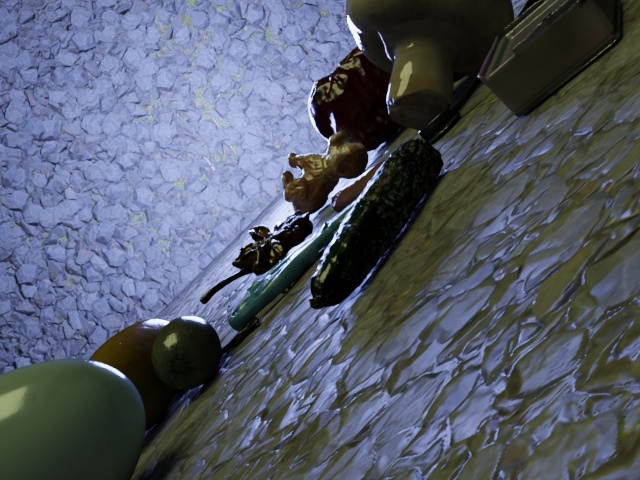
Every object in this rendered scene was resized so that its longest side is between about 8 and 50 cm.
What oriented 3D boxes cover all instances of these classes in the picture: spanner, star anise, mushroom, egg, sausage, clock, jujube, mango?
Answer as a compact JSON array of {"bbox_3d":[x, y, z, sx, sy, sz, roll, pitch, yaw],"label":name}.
[{"bbox_3d":[-0.159,0.174,1.248,0.208,0.012,0.046,-42,8,26],"label":"spanner"},{"bbox_3d":[-0.111,0.023,1.529,0.233,0.073,0.177,-27,19,8],"label":"star anise"},{"bbox_3d":[0.173,-0.324,1.430,0.292,0.292,0.290,152,133,-64],"label":"mushroom"},{"bbox_3d":[-0.355,0.274,0.930,0.371,0.230,0.230,-40,8,0],"label":"egg"},{"bbox_3d":[0.065,-0.082,1.339,0.043,0.043,0.186,-49,9,-32],"label":"sausage"},{"bbox_3d":[0.268,-0.236,0.982,0.147,0.071,0.192,-39,9,31],"label":"clock"},{"bbox_3d":[0.093,-0.291,1.753,0.232,0.213,0.213,-42,6,-22],"label":"jujube"},{"bbox_3d":[-0.267,0.198,1.233,0.113,0.139,0.253,-18,14,21],"label":"mango"}]

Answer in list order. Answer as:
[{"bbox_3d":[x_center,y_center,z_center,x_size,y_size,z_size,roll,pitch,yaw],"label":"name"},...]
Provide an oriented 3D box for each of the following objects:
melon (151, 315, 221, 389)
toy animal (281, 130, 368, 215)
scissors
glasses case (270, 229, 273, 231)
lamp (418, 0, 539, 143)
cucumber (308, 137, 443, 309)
[{"bbox_3d":[-0.185,0.155,1.174,0.098,0.098,0.131,-43,3,7],"label":"melon"},{"bbox_3d":[0.016,-0.109,1.657,0.185,0.104,0.184,-17,58,36],"label":"toy animal"},{"bbox_3d":[0.000,0.000,1.272,0.393,0.032,0.180,-41,9,22],"label":"scissors"},{"bbox_3d":[-0.104,0.012,1.698,0.063,0.041,0.164,-52,9,-27],"label":"glasses case"},{"bbox_3d":[0.233,-0.291,1.188,0.130,0.108,0.371,-50,2,-39],"label":"lamp"},{"bbox_3d":[0.063,-0.022,0.957,0.067,0.067,0.293,-37,12,44],"label":"cucumber"}]
